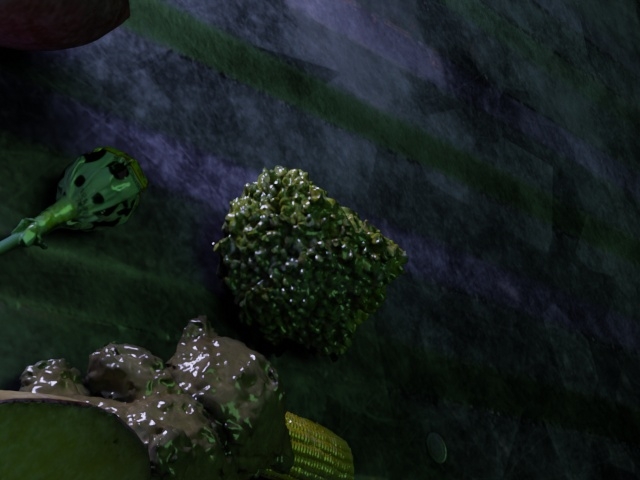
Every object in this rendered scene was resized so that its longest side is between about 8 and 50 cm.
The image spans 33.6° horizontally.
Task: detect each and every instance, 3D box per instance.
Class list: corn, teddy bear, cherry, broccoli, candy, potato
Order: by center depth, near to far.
[{"bbox_3d":[-0.284,0.226,0.839,0.299,0.116,0.239,-6,103,-42],"label":"potato"},{"bbox_3d":[-0.135,0.190,1.036,0.267,0.156,0.256,60,35,-2],"label":"teddy bear"},{"bbox_3d":[-0.287,-0.009,1.040,0.305,0.091,0.083,-38,101,-46],"label":"candy"},{"bbox_3d":[-0.299,-0.292,1.114,0.249,0.175,0.192,27,38,-42],"label":"cherry"},{"bbox_3d":[-0.027,0.240,1.213,0.165,0.063,0.085,27,26,-42],"label":"corn"},{"bbox_3d":[0.007,0.002,1.296,0.242,0.180,0.273,47,39,-20],"label":"broccoli"}]
